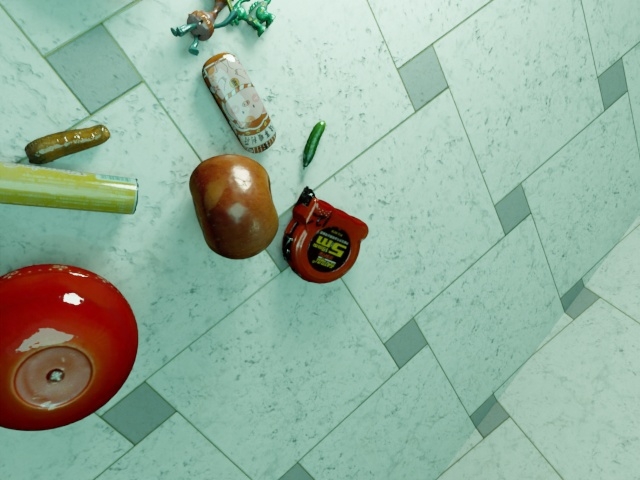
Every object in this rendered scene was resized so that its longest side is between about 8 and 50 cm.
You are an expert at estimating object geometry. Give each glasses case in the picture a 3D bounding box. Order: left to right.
[{"bbox_3d":[-0.208,-0.353,1.214,0.103,0.067,0.266,-36,118,-11],"label":"glasses case"}]

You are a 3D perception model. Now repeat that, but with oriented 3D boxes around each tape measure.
[{"bbox_3d":[0.000,0.000,1.405,0.253,0.114,0.260,23,97,-31],"label":"tape measure"}]

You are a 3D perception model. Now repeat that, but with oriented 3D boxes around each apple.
[{"bbox_3d":[-0.214,-0.085,1.188,0.207,0.251,0.271,-16,99,-12],"label":"apple"}]

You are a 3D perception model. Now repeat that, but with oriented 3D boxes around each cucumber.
[{"bbox_3d":[-0.025,-0.277,1.349,0.037,0.037,0.155,20,94,-30],"label":"cucumber"}]

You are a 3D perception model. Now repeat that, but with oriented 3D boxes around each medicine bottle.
[{"bbox_3d":[-0.635,-0.119,1.032,0.426,0.108,0.108,5,103,-31],"label":"medicine bottle"}]

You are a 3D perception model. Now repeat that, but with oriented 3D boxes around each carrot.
[{"bbox_3d":[-0.579,-0.226,1.072,0.186,0.060,0.060,-26,116,-23],"label":"carrot"}]

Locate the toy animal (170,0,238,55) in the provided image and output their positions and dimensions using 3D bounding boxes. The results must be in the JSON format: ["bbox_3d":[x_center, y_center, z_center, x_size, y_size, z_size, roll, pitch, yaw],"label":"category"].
[{"bbox_3d":[-0.260,-0.538,1.112,0.103,0.100,0.208,33,75,11],"label":"toy animal"}]

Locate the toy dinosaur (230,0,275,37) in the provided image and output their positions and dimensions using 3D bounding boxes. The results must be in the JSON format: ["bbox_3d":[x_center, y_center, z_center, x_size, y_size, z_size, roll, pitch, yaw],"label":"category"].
[{"bbox_3d":[-0.165,-0.578,1.178,0.096,0.059,0.132,38,89,-19],"label":"toy dinosaur"}]

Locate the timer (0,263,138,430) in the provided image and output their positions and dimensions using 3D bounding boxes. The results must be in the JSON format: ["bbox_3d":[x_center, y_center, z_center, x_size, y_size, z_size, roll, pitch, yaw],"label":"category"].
[{"bbox_3d":[-0.619,0.245,1.071,0.378,0.279,0.377,-9,110,-27],"label":"timer"}]
